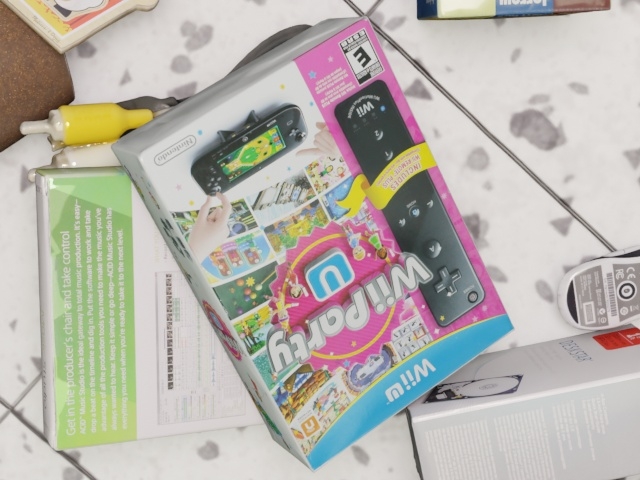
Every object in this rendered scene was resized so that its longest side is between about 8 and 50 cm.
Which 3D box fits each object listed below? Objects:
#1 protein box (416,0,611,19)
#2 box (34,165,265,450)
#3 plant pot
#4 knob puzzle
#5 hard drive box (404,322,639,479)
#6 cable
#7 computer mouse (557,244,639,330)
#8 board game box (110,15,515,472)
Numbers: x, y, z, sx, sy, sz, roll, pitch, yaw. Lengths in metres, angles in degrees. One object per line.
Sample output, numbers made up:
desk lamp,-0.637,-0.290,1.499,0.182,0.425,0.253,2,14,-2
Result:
protein box,0.150,-0.286,1.015,0.135,0.200,0.201,-3,99,0
box,-0.084,0.048,1.080,0.321,0.058,0.232,-3,99,-24
plant pot,-0.335,-0.137,1.046,0.230,0.215,0.215,-18,99,-13
knob puzzle,-0.206,-0.266,1.045,0.213,0.030,0.213,7,59,-12
hard drive box,0.194,0.154,1.094,0.232,0.181,0.089,-11,96,0
cable,-0.117,-0.095,1.096,0.287,0.072,0.139,-17,137,-8
computer mouse,0.309,0.033,1.148,0.192,0.042,0.106,-10,103,-5
board game box,0.000,0.000,1.026,0.224,0.097,0.303,-33,111,-16
